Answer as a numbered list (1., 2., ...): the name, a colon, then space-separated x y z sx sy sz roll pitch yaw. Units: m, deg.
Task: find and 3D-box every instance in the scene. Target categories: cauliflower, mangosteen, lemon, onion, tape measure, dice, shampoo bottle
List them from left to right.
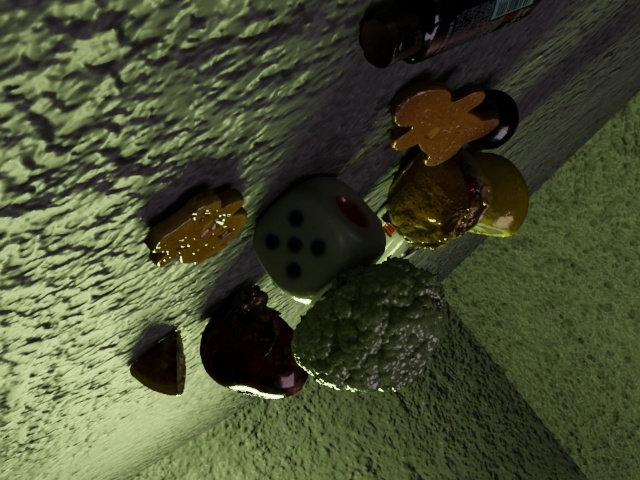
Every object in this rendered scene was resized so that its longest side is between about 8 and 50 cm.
1. onion: -0.151 0.263 1.837 0.281 0.281 0.221 -44 168 26
2. dice: 0.000 0.000 1.517 0.192 0.194 0.193 -46 165 25
3. cauliflower: 0.092 0.144 1.470 0.250 0.275 0.272 -128 -125 -70
4. tape measure: 0.216 -0.015 2.141 0.265 0.130 0.258 -26 160 -39
5. shampoo bottle: 0.197 -0.336 1.146 0.323 0.084 0.129 -28 162 -29
6. mangosteen: 0.355 -0.265 1.686 0.151 0.137 0.137 4 139 -47
7. lemon: 0.455 -0.132 2.143 0.240 0.240 0.219 32 69 -75

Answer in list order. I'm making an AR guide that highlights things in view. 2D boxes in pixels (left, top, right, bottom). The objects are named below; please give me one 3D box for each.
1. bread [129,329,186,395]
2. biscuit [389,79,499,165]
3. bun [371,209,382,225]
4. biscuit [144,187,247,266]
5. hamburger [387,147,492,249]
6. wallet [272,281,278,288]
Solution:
1. bread: -0.342 0.293 1.741 0.154 0.136 0.054 -43 148 9
2. biscuit: 0.231 -0.242 1.520 0.205 0.049 0.324 -32 158 25
3. bun: 0.035 0.027 1.788 0.244 0.153 0.244 -33 161 -13
4. biscuit: -0.198 -0.020 1.286 0.184 0.035 0.249 -38 167 5
5. hamburger: 0.277 -0.106 1.789 0.163 0.244 0.244 -9 150 -43
6. wallet: -0.064 0.078 1.953 0.129 0.026 0.088 -34 165 -12
